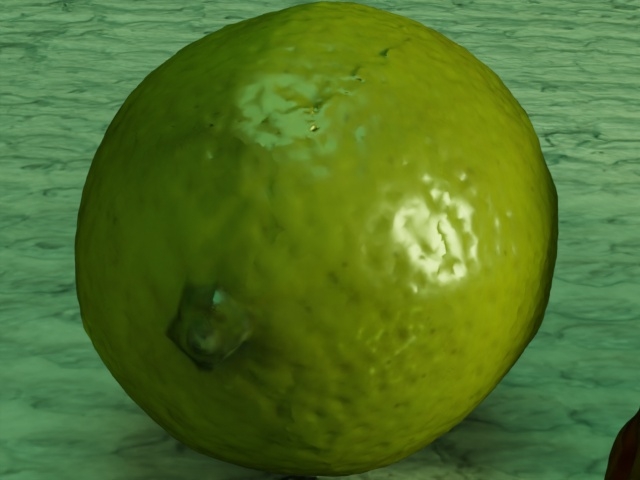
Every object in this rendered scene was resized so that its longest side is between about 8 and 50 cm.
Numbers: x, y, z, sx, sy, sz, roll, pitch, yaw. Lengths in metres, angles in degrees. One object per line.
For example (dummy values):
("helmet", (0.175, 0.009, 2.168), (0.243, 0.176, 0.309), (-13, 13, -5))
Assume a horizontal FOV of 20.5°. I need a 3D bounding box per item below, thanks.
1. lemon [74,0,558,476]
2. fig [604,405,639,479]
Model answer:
("lemon", (-0.001, -0.001, 0.925), (0.267, 0.267, 0.267), (1, 23, 0))
("fig", (0.258, 0.123, 0.579), (0.343, 0.343, 0.343), (1, 23, 0))
